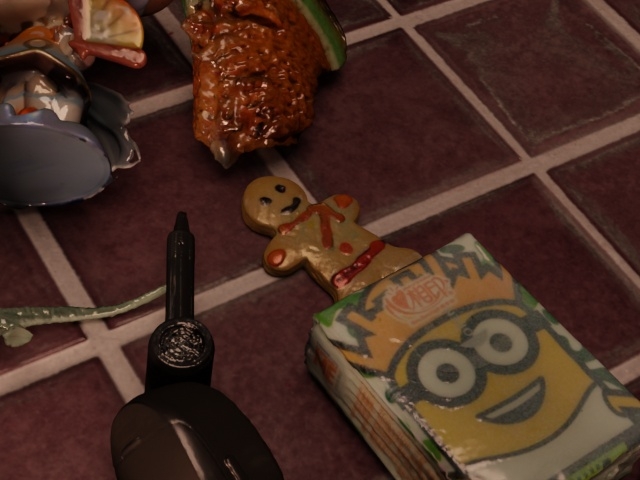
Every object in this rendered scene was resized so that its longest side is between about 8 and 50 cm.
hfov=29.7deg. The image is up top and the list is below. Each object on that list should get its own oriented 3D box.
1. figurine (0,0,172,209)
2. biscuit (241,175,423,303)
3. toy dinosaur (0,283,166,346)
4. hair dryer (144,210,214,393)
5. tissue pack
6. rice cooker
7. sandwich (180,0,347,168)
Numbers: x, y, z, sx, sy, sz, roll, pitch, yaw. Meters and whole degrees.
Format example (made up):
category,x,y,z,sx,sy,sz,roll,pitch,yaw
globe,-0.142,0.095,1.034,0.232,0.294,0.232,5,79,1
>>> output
category,x,y,z,sx,sy,sz,roll,pitch,yaw
figurine,-0.313,-0.237,1.443,0.277,0.248,0.388,-13,62,15
biscuit,0.000,0.000,1.443,0.234,0.030,0.153,40,54,21
toy dinosaur,-0.328,0.105,1.274,0.383,0.076,0.129,0,31,-18
hair dryer,-0.152,0.061,1.293,0.070,0.128,0.255,1,55,-9
tissue pack,0.161,0.163,1.269,0.228,0.128,0.311,-27,60,-27
rice cooker,-0.114,0.231,1.157,0.118,0.142,0.203,-25,80,-48
sandwich,-0.099,-0.223,1.537,0.162,0.250,0.301,-14,50,37
